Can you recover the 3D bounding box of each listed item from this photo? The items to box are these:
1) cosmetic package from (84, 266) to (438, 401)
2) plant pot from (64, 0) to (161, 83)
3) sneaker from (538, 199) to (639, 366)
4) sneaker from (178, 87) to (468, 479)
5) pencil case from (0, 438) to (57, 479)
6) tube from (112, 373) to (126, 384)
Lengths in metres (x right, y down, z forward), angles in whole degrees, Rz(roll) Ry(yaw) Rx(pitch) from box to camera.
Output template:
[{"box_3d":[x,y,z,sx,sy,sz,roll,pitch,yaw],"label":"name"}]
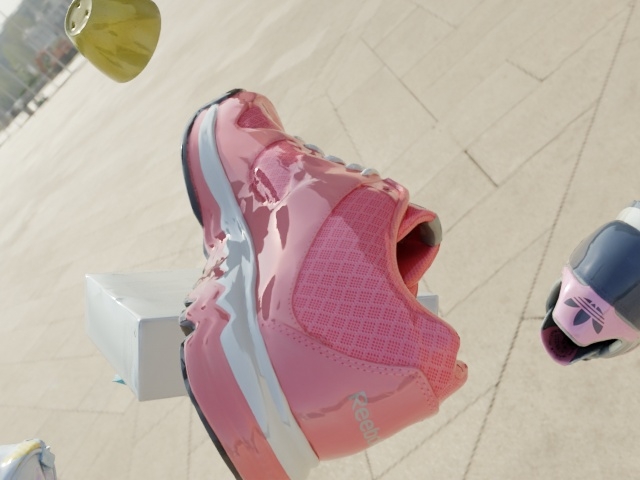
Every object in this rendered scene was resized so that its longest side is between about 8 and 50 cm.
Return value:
[{"box_3d":[-0.084,0.097,0.949,0.284,0.377,0.097,20,109,61],"label":"cosmetic package"},{"box_3d":[-0.313,-0.311,1.078,0.134,0.095,0.134,-11,72,36],"label":"plant pot"},{"box_3d":[0.260,0.069,0.714,0.131,0.319,0.112,-41,65,-3],"label":"sneaker"},{"box_3d":[0.000,0.001,0.439,0.136,0.116,0.313,-18,39,4],"label":"sneaker"},{"box_3d":[-0.463,0.301,0.898,0.273,0.113,0.124,-2,69,10],"label":"pencil case"},{"box_3d":[-0.255,0.247,1.287,0.080,0.207,0.052,151,126,-75],"label":"tube"}]
